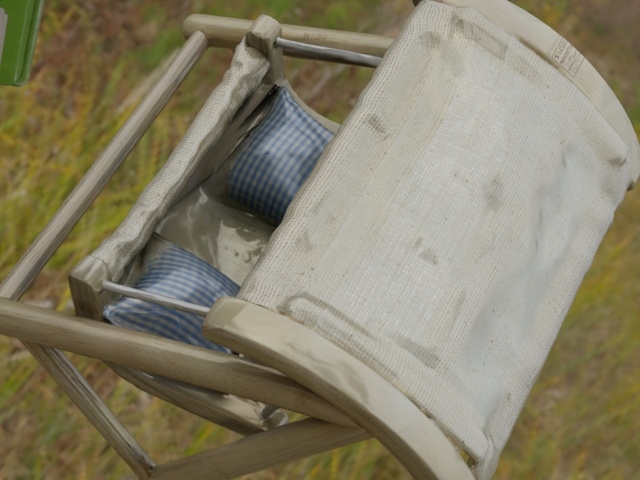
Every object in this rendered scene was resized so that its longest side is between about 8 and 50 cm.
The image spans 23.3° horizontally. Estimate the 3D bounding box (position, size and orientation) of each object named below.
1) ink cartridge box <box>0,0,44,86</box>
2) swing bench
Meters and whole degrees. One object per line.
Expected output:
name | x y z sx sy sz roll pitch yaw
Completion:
ink cartridge box | -0.223 -0.174 0.581 0.255 0.097 0.189 8 54 -14
swing bench | 0.000 0.000 0.821 0.165 0.255 0.253 55 49 -31
